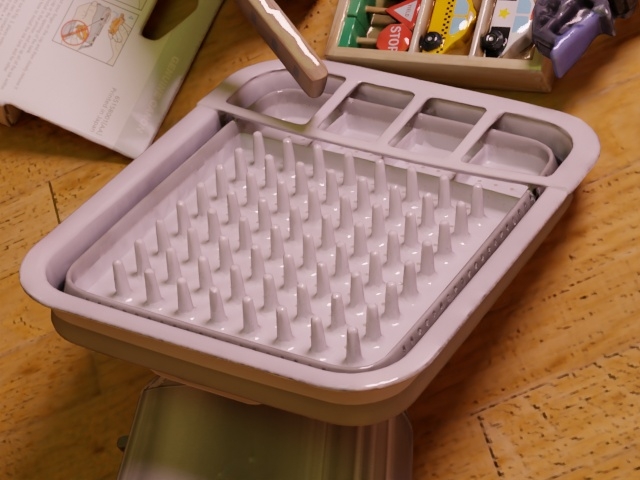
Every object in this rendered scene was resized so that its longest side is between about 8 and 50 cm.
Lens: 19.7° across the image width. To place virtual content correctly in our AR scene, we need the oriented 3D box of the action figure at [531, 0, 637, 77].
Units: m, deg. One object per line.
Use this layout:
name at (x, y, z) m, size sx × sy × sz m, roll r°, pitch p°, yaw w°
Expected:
action figure at (0.210, -0.292, 1.242) m, size 0.330 × 0.178 × 0.341 m, roll 29°, pitch 71°, yaw 22°

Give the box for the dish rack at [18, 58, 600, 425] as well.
dish rack at (0.000, 0.000, 1.196) m, size 0.286 × 0.072 × 0.333 m, roll 15°, pitch 38°, yaw 26°

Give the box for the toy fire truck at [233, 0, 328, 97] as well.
toy fire truck at (-0.040, -0.216, 1.310) m, size 0.159 × 0.217 × 0.246 m, roll 5°, pitch 77°, yaw 17°

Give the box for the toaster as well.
toaster at (-0.028, 0.160, 1.169) m, size 0.227 × 0.129 × 0.146 m, roll -3°, pitch 62°, yaw 18°

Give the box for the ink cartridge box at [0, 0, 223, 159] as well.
ink cartridge box at (-0.191, -0.215, 1.455) m, size 0.239 × 0.060 × 0.275 m, roll 24°, pitch 75°, yaw 3°

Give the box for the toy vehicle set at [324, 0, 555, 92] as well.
toy vehicle set at (0.115, -0.238, 1.358) m, size 0.166 × 0.035 × 0.266 m, roll 6°, pitch 68°, yaw 23°
